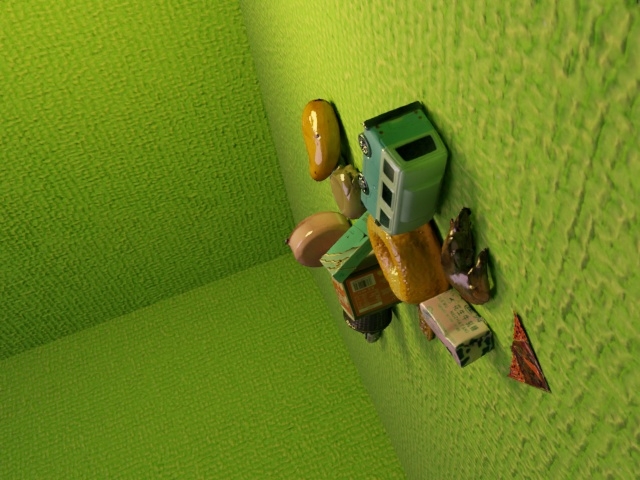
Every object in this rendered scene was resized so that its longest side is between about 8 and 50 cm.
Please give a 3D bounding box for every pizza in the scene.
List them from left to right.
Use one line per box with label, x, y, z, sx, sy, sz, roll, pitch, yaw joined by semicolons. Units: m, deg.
pizza;0.287;0.224;1.691;0.123;0.026;0.108;77;172;-50

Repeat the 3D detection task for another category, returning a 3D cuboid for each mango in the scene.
mango;0.008;-0.313;1.887;0.157;0.109;0.262;-145;44;-59

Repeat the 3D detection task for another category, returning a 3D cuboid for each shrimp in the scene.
shrimp;0.278;0.047;1.153;0.254;0.059;0.145;82;163;-60

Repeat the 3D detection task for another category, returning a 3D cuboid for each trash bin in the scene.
trash bin;0.164;0.198;2.056;0.175;0.176;0.161;-118;21;-46

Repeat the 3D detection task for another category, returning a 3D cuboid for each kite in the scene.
kite;0.380;0.230;1.100;0.125;0.008;0.222;-119;11;-46

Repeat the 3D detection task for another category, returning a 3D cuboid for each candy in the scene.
candy;0.000;0.000;2.271;0.255;0.255;0.094;79;167;-53
candy;0.292;0.183;1.289;0.160;0.092;0.073;57;171;51

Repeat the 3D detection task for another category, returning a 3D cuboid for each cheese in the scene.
cheese;0.095;-0.152;1.825;0.202;0.091;0.175;134;116;-80

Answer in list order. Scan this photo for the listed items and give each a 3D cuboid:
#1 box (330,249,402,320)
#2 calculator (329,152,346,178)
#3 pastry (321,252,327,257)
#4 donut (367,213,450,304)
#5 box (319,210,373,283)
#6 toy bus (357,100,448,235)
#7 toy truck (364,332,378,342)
box;0.147;0.122;1.766;0.177;0.195;0.148;-143;33;-75
calculator;0.056;-0.238;2.051;0.302;0.042;0.188;-117;10;-60
pastry;0.127;0.126;2.225;0.258;0.121;0.089;53;-157;8
donut;0.203;0.029;1.460;0.303;0.110;0.302;159;90;-83
box;0.103;0.006;1.688;0.041;0.229;0.162;43;-179;-18
toy bus;0.166;-0.124;1.222;0.271;0.133;0.164;86;158;-59
toy truck;0.206;0.360;2.468;0.088;0.074;0.201;61;170;24
